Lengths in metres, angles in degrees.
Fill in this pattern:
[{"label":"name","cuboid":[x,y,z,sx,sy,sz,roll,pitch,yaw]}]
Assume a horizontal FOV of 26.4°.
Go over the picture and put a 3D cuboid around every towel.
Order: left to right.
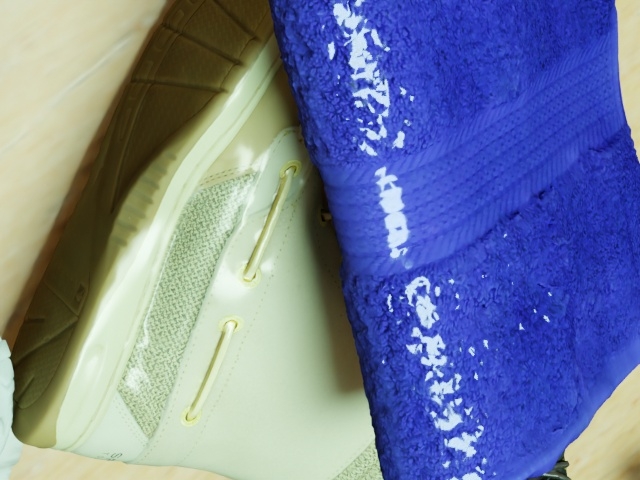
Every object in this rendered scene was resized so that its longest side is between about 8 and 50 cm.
[{"label":"towel","cuboid":[0.072,-0.067,0.563,0.227,0.076,0.308,-38,118,-53]}]

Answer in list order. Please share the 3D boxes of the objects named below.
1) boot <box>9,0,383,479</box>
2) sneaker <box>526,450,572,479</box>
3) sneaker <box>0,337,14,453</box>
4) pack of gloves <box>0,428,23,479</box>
[{"label":"boot","cuboid":[0.000,0.000,0.622,0.203,0.095,0.262,24,95,-31]},{"label":"sneaker","cuboid":[0.111,0.134,0.704,0.083,0.118,0.222,-1,109,-24]},{"label":"sneaker","cuboid":[-0.226,0.024,0.536,0.095,0.090,0.235,-33,118,32]},{"label":"pack of gloves","cuboid":[-0.216,0.187,0.566,0.232,0.046,0.195,-13,118,-48]}]
